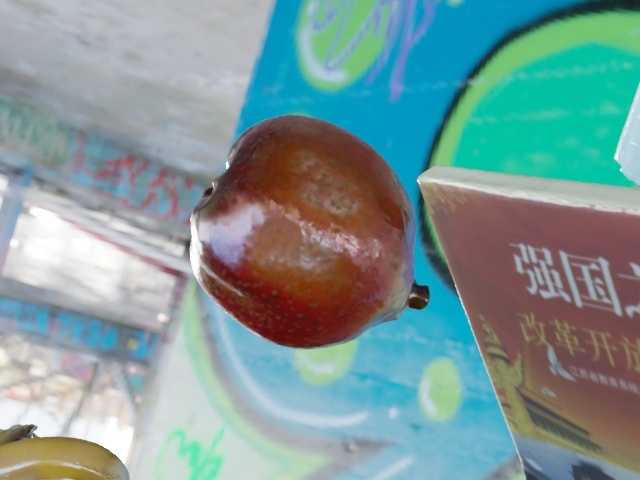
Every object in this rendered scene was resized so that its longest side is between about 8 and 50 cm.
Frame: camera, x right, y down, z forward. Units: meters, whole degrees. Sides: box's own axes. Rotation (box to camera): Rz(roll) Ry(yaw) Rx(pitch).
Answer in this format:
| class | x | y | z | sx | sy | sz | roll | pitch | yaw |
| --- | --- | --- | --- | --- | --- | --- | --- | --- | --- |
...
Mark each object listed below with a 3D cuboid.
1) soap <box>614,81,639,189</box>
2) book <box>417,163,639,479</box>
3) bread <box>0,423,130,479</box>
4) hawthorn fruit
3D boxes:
| class | x | y | z | sx | sy | sz | roll | pitch | yaw |
| --- | --- | --- | --- | --- | --- | --- | --- | --- | --- |
| soap | 0.337 | -0.142 | 1.116 | 0.094 | 0.261 | 0.150 | -20 | -134 | -41 |
| book | 0.199 | 0.135 | 0.747 | 0.262 | 0.028 | 0.374 | 12 | 131 | 53 |
| bread | -0.165 | 0.185 | 0.805 | 0.119 | 0.177 | 0.084 | -19 | 138 | 14 |
| hawthorn fruit | 0.000 | 0.000 | 1.071 | 0.188 | 0.169 | 0.169 | 23 | 170 | -1 |
